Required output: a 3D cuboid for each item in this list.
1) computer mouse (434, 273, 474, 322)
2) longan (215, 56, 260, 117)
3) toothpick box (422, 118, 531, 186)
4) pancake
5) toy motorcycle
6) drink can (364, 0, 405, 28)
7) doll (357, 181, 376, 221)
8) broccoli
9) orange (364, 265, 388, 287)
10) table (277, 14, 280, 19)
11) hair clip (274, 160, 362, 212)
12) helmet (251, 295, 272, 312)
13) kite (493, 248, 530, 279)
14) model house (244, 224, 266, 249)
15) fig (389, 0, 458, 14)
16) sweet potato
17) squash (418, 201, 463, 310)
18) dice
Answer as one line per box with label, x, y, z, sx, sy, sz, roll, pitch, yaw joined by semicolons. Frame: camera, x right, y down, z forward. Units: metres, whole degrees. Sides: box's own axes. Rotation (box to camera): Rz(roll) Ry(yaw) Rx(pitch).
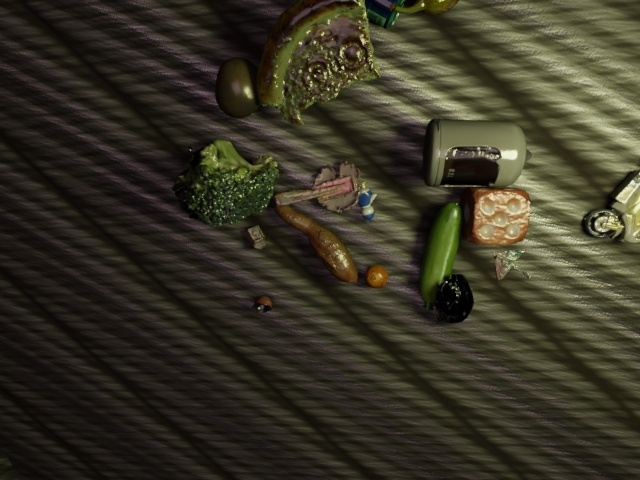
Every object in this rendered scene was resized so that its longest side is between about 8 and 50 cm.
computer mouse;0.460;0.206;1.483;0.146;0.078;0.241;-41;130;-16
longan;-0.263;-0.493;1.428;0.190;0.189;0.189;2;102;7
toothpick box;0.487;-0.275;1.364;0.317;0.229;0.228;2;102;5
pancake;-0.023;-0.537;1.305;0.427;0.066;0.304;-27;114;15
toy motorcycle;1.028;-0.107;1.370;0.223;0.108;0.340;39;111;6
drink can;0.151;-0.745;1.341;0.205;0.118;0.118;29;104;-1
doll;0.153;-0.130;1.506;0.099;0.058;0.142;-13;102;32
broccoli;-0.317;-0.217;1.454;0.348;0.293;0.280;-24;60;1
orange;0.196;0.127;1.545;0.084;0.083;0.083;2;102;7
table;-0.036;-0.612;1.383;0.167;0.166;0.198;-7;109;9
hair clip;-0.005;-0.167;1.499;0.301;0.069;0.172;-11;86;9
helmet;-0.216;0.234;1.636;0.084;0.049;0.065;-23;136;36
kite;0.659;0.084;1.513;0.157;0.011;0.139;33;107;1
model house;-0.234;-0.008;1.583;0.058;0.057;0.083;-24;100;7
fig;0.306;-0.713;1.285;0.245;0.149;0.149;-38;96;-12
sweet potato;0.000;0.000;1.533;0.109;0.109;0.385;-43;89;14
squash;0.402;0.055;1.487;0.107;0.107;0.394;9;108;5
dice;0.554;-0.085;1.408;0.180;0.174;0.174;-2;101;3
